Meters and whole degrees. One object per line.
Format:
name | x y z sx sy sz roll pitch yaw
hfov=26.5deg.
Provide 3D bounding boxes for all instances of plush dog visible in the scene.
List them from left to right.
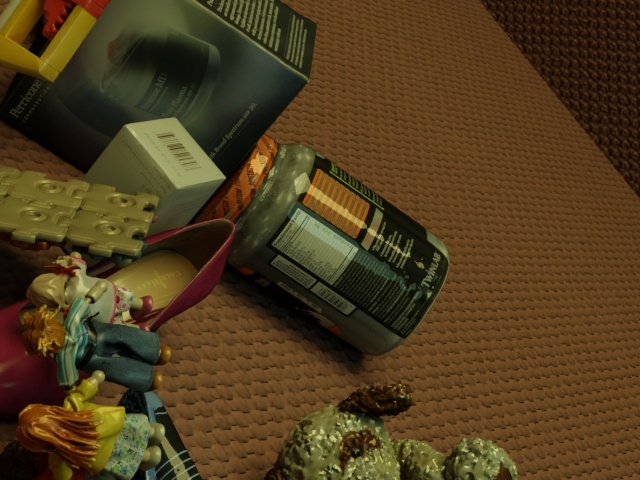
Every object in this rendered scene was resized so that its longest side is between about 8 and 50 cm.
plush dog | 0.054 0.277 1.523 0.225 0.262 0.210 45 -8 -16

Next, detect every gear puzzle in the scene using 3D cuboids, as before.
gear puzzle | -0.350 -0.031 1.461 0.338 0.044 0.175 11 23 -4

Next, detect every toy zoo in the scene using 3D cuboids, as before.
toy zoo | -0.321 -0.309 1.598 0.192 0.293 0.030 32 -3 34

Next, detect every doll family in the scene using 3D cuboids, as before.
doll family | -0.224 0.134 1.313 0.163 0.118 0.263 20 69 -43

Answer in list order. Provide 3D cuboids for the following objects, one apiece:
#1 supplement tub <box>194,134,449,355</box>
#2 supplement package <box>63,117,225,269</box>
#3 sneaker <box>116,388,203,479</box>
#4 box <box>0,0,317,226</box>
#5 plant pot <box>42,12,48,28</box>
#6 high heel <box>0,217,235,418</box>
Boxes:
supplement tub | 0.000 0.000 1.833 0.316 0.193 0.193 35 28 -15
supplement package | -0.221 -0.046 1.621 0.105 0.179 0.105 49 28 12
sneaker | -0.156 0.258 1.391 0.090 0.081 0.232 22 40 -39
box | -0.210 -0.222 1.765 0.294 0.296 0.183 33 29 -16
plant pot | -0.294 -0.370 1.959 0.256 0.256 0.274 32 44 -20
high heel | -0.237 0.063 1.441 0.127 0.181 0.377 46 27 6
